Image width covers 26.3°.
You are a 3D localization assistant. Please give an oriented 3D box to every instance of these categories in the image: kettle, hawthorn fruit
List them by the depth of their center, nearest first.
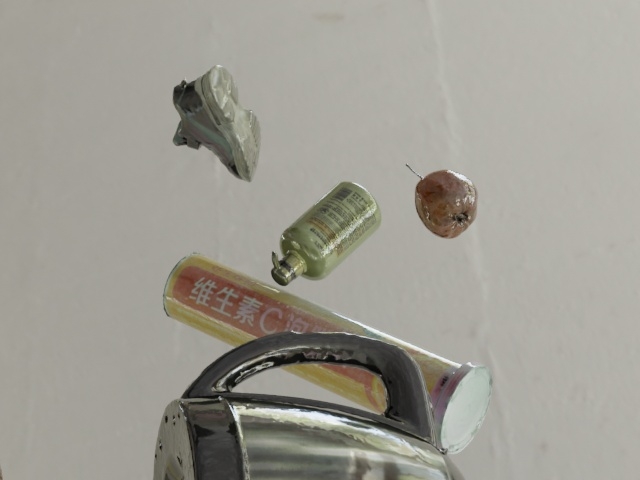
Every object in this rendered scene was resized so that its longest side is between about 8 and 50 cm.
[{"bbox_3d":[-0.001,0.227,1.191,0.271,0.207,0.251,3,-152,-16],"label":"kettle"},{"bbox_3d":[0.120,-0.047,1.408,0.066,0.067,0.103,-32,-139,-8],"label":"hawthorn fruit"}]

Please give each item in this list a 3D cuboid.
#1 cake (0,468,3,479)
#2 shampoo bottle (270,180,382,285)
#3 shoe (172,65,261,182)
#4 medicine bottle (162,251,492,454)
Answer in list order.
[{"bbox_3d":[-0.366,0.182,1.275,0.135,0.147,0.134,-12,-151,-15],"label":"cake"},{"bbox_3d":[0.000,0.000,1.685,0.079,0.079,0.162,17,-131,41],"label":"shampoo bottle"},{"bbox_3d":[-0.136,-0.136,1.659,0.099,0.169,0.071,-6,-134,19],"label":"shoe"},{"bbox_3d":[-0.005,0.126,1.634,0.426,0.108,0.108,20,-124,32],"label":"medicine bottle"}]
